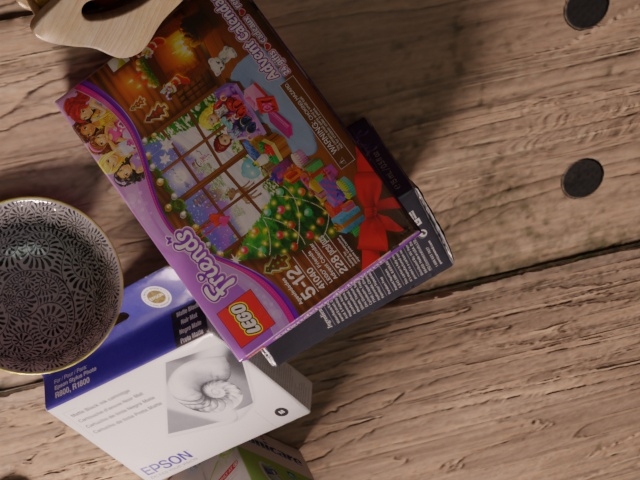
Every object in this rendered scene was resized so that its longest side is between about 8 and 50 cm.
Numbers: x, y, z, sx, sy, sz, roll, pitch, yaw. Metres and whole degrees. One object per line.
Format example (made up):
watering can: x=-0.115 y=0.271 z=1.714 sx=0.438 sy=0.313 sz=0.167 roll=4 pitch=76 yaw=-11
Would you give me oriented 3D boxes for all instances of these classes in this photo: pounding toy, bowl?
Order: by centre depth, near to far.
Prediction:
pounding toy: x=-0.148 y=-0.267 z=1.410 sx=0.154 sy=0.155 sz=0.269 roll=31 pitch=106 yaw=-37
bowl: x=-0.274 y=0.051 z=1.590 sx=0.170 sy=0.170 sz=0.080 roll=-12 pitch=167 yaw=-13

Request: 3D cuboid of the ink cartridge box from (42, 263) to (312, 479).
ink cartridge box: x=-0.160 y=0.141 z=1.678 sx=0.223 sy=0.045 sz=0.224 roll=-28 pitch=129 yaw=28

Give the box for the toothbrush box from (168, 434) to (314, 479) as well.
toothbrush box: x=-0.083 y=0.355 z=1.741 sx=0.122 sy=0.283 sz=0.206 roll=30 pitch=107 yaw=-31

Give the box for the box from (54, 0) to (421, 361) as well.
box: x=-0.074 y=-0.066 z=1.517 sx=0.201 sy=0.057 sz=0.293 roll=-37 pitch=85 yaw=4

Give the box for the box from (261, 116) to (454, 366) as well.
box: x=0.000 y=0.000 z=1.632 sx=0.207 sy=0.153 sz=0.108 roll=-30 pitch=126 yaw=-1
